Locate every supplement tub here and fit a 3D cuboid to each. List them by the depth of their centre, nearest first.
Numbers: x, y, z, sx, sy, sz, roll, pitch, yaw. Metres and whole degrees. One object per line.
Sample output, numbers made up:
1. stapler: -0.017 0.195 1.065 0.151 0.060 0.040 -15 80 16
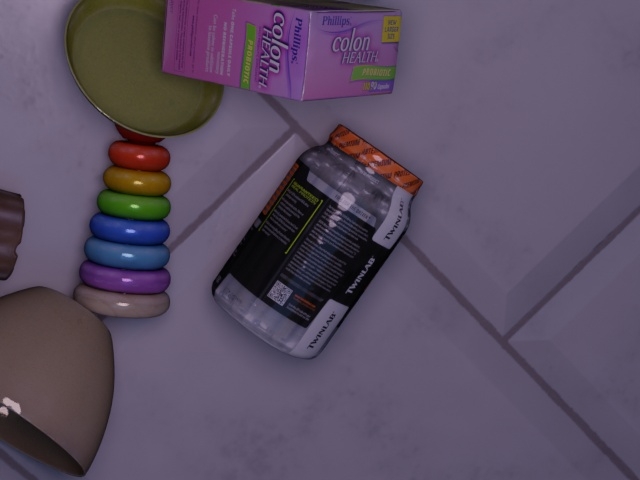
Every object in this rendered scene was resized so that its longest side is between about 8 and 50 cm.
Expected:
1. supplement tub: 0.000 0.000 1.984 0.194 0.193 0.316 33 97 -19

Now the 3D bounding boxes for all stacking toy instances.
1. stacking toy: -0.270 -0.061 1.950 0.141 0.141 0.330 5 97 -14

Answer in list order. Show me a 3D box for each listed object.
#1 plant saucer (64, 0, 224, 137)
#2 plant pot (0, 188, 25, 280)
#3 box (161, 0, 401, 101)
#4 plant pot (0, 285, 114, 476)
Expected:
1. plant saucer: -0.248 -0.243 1.880 0.241 0.037 0.241 15 59 -27
2. plant pot: -0.506 -0.017 1.886 0.165 0.167 0.167 11 102 -23
3. box: -0.052 -0.268 1.832 0.213 0.243 0.117 -13 113 -54
4. plant pot: -0.402 0.178 1.922 0.284 0.284 0.191 40 67 -19
